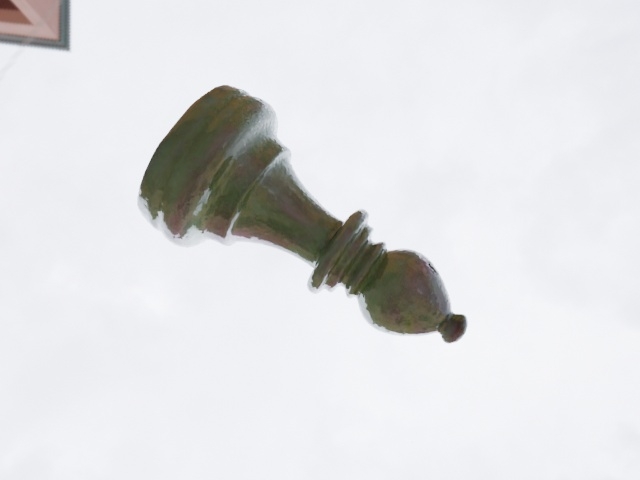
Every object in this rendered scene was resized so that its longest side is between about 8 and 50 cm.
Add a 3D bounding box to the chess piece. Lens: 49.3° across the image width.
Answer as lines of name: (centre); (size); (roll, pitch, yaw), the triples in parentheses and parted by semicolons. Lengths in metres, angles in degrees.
chess piece: (0.000, 0.000, 0.563); (0.271, 0.139, 0.139); (34, -99, 5)
